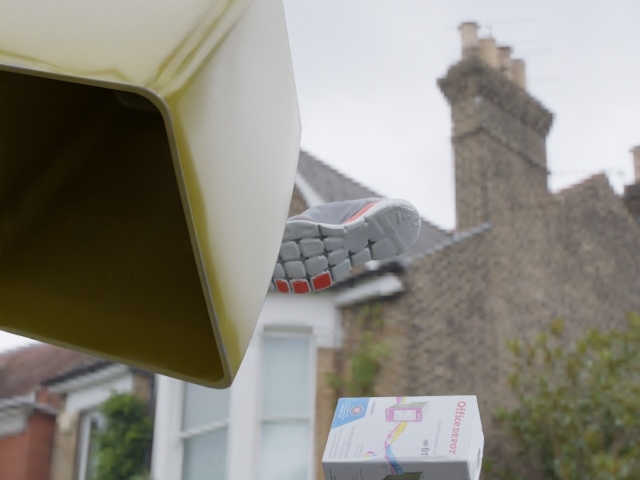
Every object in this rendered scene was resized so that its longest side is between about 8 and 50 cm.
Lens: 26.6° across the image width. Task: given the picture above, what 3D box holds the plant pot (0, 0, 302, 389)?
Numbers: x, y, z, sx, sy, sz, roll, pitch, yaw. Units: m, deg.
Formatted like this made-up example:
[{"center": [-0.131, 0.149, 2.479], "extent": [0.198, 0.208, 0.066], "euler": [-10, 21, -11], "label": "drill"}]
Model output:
[{"center": [-0.120, -0.071, 0.792], "extent": [0.212, 0.187, 0.212], "euler": [12, -44, 21], "label": "plant pot"}]

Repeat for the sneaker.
[{"center": [0.000, 0.000, 1.087], "extent": [0.158, 0.061, 0.065], "euler": [-12, 20, -22], "label": "sneaker"}]

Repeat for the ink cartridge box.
[{"center": [0.071, 0.175, 1.132], "extent": [0.122, 0.088, 0.052], "euler": [-2, -59, 13], "label": "ink cartridge box"}]
